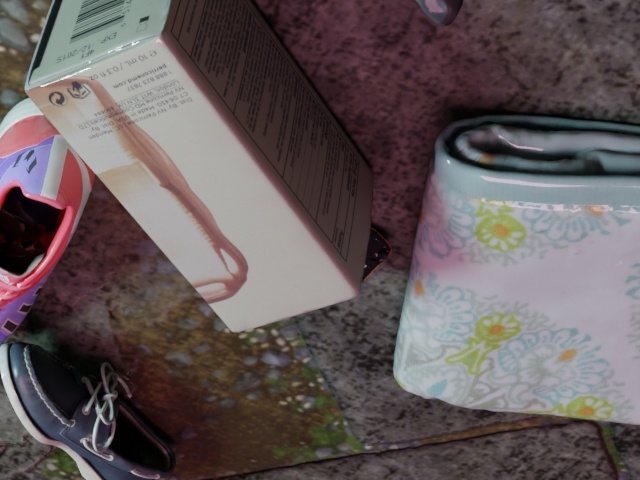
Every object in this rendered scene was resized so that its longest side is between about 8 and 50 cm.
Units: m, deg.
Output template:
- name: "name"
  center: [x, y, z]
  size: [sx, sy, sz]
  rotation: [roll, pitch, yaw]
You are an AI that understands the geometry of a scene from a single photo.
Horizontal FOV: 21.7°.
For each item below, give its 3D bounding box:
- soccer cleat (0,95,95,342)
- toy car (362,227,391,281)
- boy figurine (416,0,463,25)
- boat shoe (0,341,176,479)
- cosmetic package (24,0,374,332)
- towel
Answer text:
- name: "soccer cleat"
  center: [-0.279, 0.013, 1.453]
  size: [0.108, 0.116, 0.318]
  rotation: [20, 133, -16]
- name: "toy car"
  center: [0.000, 0.000, 1.487]
  size: [0.122, 0.060, 0.040]
  rotation: [27, 178, 2]
- name: "boy figurine"
  center: [0.173, -0.260, 1.158]
  size: [0.285, 0.092, 0.177]
  rotation: [-29, 124, 33]
- name: "boat shoe"
  center: [-0.224, 0.172, 1.622]
  size: [0.079, 0.095, 0.254]
  rotation: [-17, 136, 16]
- name: "cosmetic package"
  center: [-0.085, -0.083, 1.318]
  size: [0.129, 0.153, 0.296]
  rotation: [-19, 129, 24]
- name: "towel"
  center: [0.264, 0.042, 1.454]
  size: [0.374, 0.090, 0.320]
  rotation: [6, 135, 0]
